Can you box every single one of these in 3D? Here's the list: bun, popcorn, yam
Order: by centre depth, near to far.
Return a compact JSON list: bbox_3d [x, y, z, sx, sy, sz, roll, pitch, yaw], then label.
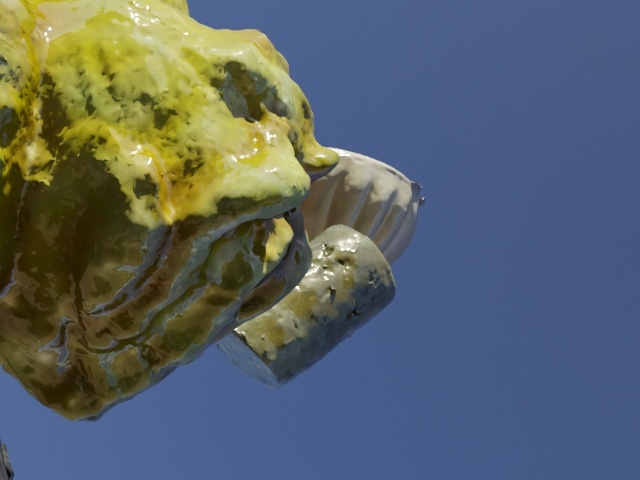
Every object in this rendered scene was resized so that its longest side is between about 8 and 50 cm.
[{"bbox_3d":[-0.157,-0.038,0.670,0.290,0.326,0.321,34,-106,22],"label":"popcorn"},{"bbox_3d":[-0.021,0.072,1.102,0.107,0.194,0.107,30,-41,31],"label":"yam"},{"bbox_3d":[0.000,0.000,1.451,0.263,0.263,0.175,-5,-116,33],"label":"bun"}]

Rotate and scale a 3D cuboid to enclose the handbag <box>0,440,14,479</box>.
[{"bbox_3d":[-0.200,0.165,0.447,0.211,0.088,0.254,-24,-103,9],"label":"handbag"}]
